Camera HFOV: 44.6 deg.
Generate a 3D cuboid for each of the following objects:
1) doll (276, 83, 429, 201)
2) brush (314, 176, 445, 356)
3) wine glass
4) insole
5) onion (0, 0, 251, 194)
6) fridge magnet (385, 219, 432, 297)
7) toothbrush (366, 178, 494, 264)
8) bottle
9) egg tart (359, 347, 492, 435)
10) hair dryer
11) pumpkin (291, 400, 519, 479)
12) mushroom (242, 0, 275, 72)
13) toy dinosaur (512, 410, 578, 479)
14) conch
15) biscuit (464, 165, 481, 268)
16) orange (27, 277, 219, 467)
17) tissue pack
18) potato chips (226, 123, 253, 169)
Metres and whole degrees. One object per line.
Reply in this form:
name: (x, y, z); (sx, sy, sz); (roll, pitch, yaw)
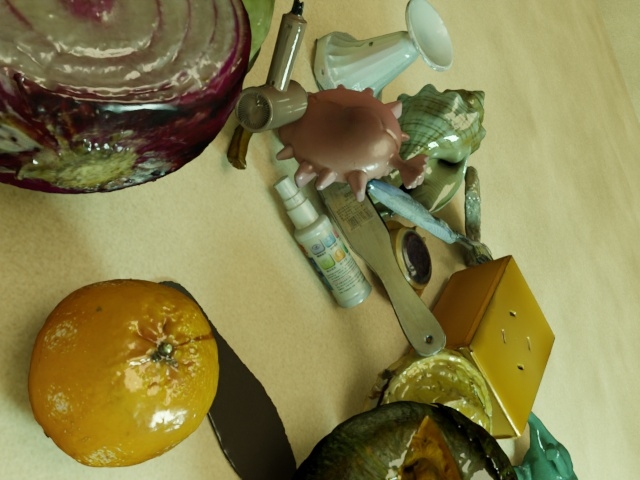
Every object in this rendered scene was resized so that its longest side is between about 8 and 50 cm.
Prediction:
doll: (0.042, -0.152, 1.158); (0.211, 0.262, 0.093); (-54, 159, -28)
brush: (0.088, 0.030, 1.174); (0.327, 0.070, 0.065); (60, -9, 18)
wine glass: (0.106, -0.309, 1.308); (0.165, 0.197, 0.164); (26, 53, -41)
insole: (-0.115, 0.189, 0.962); (0.327, 0.007, 0.111); (60, 37, -14)
onion: (-0.252, -0.176, 0.751); (0.337, 0.260, 0.281); (-12, 75, -34)
fridge magnet: (0.139, 0.034, 1.302); (0.143, 0.063, 0.143); (29, 52, -45)
toothbrush: (0.195, -0.025, 1.312); (0.413, 0.035, 0.042); (26, 28, -47)
bottle: (0.000, 0.000, 1.145); (0.217, 0.060, 0.060); (58, 39, -18)
egg tart: (0.166, 0.276, 1.133); (0.241, 0.106, 0.240); (-4, 99, -27)
hair dryer: (-0.048, -0.240, 1.065); (0.064, 0.181, 0.117); (29, 29, 17)
pumpkin: (0.104, 0.354, 0.939); (0.321, 0.192, 0.320); (4, 64, -7)
mushroom: (-0.167, -0.278, 0.962); (0.292, 0.212, 0.217); (41, 38, -42)
toy dinosaur: (0.460, 0.460, 1.506); (0.331, 0.129, 0.383); (6, 68, -62)
conch: (0.169, -0.144, 1.360); (0.386, 0.169, 0.203); (-42, 105, -12)
biscuit: (0.286, -0.059, 1.470); (0.250, 0.032, 0.133); (74, 17, -51)
orange: (-0.188, 0.127, 0.771); (0.193, 0.161, 0.193); (23, 61, -49)
tissue pack: (0.278, 0.187, 1.343); (0.194, 0.145, 0.274); (58, 39, -13)
potato chips: (-0.097, -0.167, 1.125); (0.026, 0.037, 0.204); (59, 32, -31)
